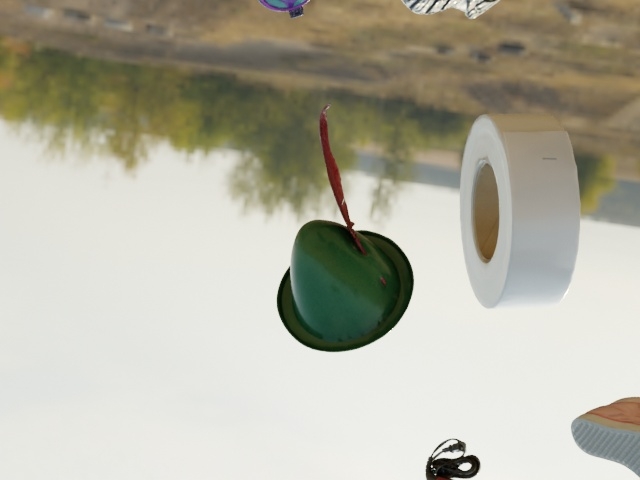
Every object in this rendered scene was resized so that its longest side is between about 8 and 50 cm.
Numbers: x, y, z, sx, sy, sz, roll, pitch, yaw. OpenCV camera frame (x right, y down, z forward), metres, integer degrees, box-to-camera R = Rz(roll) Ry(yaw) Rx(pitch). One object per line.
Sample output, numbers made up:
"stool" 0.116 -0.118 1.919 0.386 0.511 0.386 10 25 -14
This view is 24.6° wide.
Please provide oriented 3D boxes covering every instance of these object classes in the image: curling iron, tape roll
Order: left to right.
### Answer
"tape roll" 0.283 -0.043 2.120 0.100 0.286 0.286 -1 -175 -9
"curling iron" 0.240 0.310 1.786 0.274 0.068 0.035 20 171 37

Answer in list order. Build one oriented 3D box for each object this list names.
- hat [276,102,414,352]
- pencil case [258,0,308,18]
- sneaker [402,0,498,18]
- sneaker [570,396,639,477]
"hat" 0.000 0.000 1.726 0.173 0.183 0.208 -28 -132 -2
"pencil case" -0.041 -0.298 1.498 0.070 0.064 0.152 -8 -133 -3
"sneaker" 0.106 -0.279 1.345 0.121 0.111 0.300 50 -165 11
"sneaker" 0.282 0.167 1.241 0.070 0.051 0.134 -20 -157 -31
